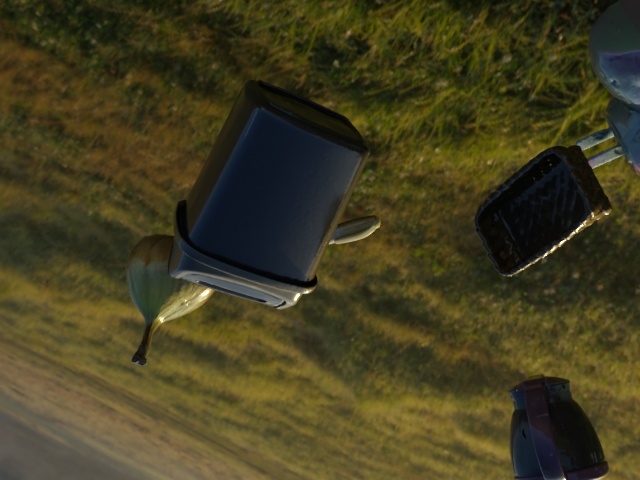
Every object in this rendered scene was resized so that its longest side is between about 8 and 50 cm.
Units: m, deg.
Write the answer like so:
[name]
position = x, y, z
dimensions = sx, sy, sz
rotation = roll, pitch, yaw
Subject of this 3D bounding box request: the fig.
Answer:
[fig]
position = -0.259, 0.076, 1.203
dimensions = 0.160, 0.230, 0.143
rotation = 8, 123, 22

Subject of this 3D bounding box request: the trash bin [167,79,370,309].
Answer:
[trash bin]
position = -0.075, -0.050, 1.017
dimensions = 0.210, 0.290, 0.182
rotation = 19, -158, -20

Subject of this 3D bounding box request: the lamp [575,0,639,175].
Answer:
[lamp]
position = 0.521, -0.222, 1.193
dimensions = 0.248, 0.247, 0.301
rotation = -27, 130, 17

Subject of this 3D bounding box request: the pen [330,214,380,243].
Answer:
[pen]
position = 0.000, 0.000, 1.324
dimensions = 0.234, 0.040, 0.032
rotation = -18, 139, 24

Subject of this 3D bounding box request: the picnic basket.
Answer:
[picnic basket]
position = 0.274, -0.035, 0.931
dimensions = 0.193, 0.055, 0.110
rotation = -47, 60, 55

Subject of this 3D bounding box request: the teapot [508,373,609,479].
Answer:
[teapot]
position = 0.278, 0.242, 0.930
dimensions = 0.148, 0.145, 0.116
rotation = 2, 161, -40
